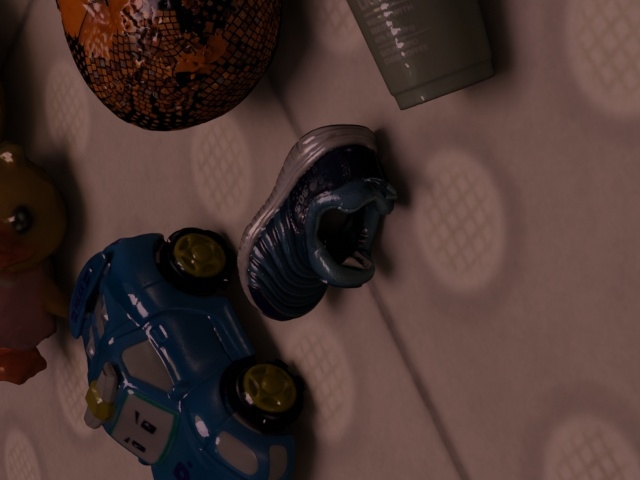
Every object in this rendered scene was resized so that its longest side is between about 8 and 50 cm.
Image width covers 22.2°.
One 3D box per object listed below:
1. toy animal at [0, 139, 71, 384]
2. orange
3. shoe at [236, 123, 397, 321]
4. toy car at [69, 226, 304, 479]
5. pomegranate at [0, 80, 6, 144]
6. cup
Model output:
[{"bbox_3d":[-0.368,0.016,1.895,0.169,0.195,0.281,-77,-2,-56],"label":"toy animal"},{"bbox_3d":[-0.138,-0.213,1.457,0.234,0.182,0.234,14,110,42],"label":"orange"},{"bbox_3d":[0.000,0.000,1.385,0.106,0.091,0.207,62,140,34],"label":"shoe"},{"bbox_3d":[-0.143,0.144,1.583,0.314,0.166,0.198,61,146,25],"label":"toy car"},{"bbox_3d":[-0.573,-0.158,1.961,0.416,0.416,0.417,21,115,53],"label":"pomegranate"},{"bbox_3d":[0.073,-0.175,1.219,0.120,0.120,0.141,-19,92,56],"label":"cup"}]
